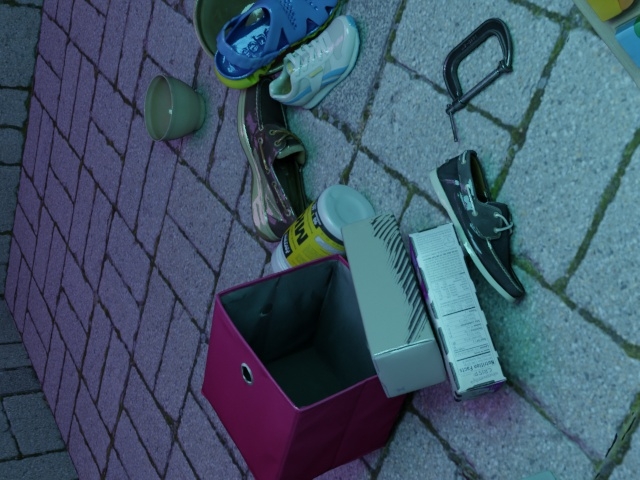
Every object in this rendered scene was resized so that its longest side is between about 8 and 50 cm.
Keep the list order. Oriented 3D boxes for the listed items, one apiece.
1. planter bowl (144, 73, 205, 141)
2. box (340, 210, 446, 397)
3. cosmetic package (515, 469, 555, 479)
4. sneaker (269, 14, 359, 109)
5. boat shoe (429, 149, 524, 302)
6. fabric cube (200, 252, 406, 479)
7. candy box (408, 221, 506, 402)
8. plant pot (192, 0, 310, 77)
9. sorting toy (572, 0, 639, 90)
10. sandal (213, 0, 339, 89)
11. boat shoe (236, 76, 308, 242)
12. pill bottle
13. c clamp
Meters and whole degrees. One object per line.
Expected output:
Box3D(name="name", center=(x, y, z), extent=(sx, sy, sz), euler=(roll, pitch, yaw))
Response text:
Box3D(name="planter bowl", center=(-0.353, -0.322, 1.848), extent=(0.162, 0.109, 0.162), euler=(2, 92, 53))
Box3D(name="box", center=(0.106, 0.090, 1.138), extent=(0.275, 0.094, 0.113), euler=(-103, -7, -46))
Box3D(name="cosmetic package", center=(0.259, 0.495, 0.903), extent=(0.097, 0.284, 0.377), euler=(-52, 52, 38))
Box3D(name="sneaker", center=(-0.010, -0.330, 1.401), extent=(0.229, 0.092, 0.087), euler=(-46, 54, 42))
Box3D(name="boat shoe", center=(0.240, -0.022, 1.087), extent=(0.079, 0.084, 0.233), euler=(-30, 70, 22))
Box3D(name="fabric cube", center=(-0.026, 0.222, 1.250), extent=(0.254, 0.259, 0.258), euler=(49, 140, 33))
Box3D(name="candy box", center=(0.195, 0.109, 1.088), extent=(0.159, 0.071, 0.233), euler=(62, -168, -72))
Box3D(name="plant pot", center=(-0.127, -0.442, 1.499), extent=(0.110, 0.237, 0.237), euler=(-53, -33, -82))
Box3D(name="sorting toy", center=(0.384, -0.275, 0.827), extent=(0.208, 0.038, 0.193), euler=(48, 144, -14))
Box3D(name="sandal", center=(-0.079, -0.407, 1.374), extent=(0.126, 0.138, 0.317), euler=(44, 97, 3))
Box3D(name="boat shoe", center=(-0.078, -0.172, 1.491), extent=(0.123, 0.123, 0.342), euler=(-11, 81, 38))
Box3D(name="pill bottle", center=(0.000, 0.000, 1.375), extent=(0.208, 0.119, 0.119), euler=(-45, 56, 44))
Box3D(name="c clamp", center=(0.237, -0.250, 1.134), extent=(0.160, 0.022, 0.137), euler=(-44, 52, 46))
